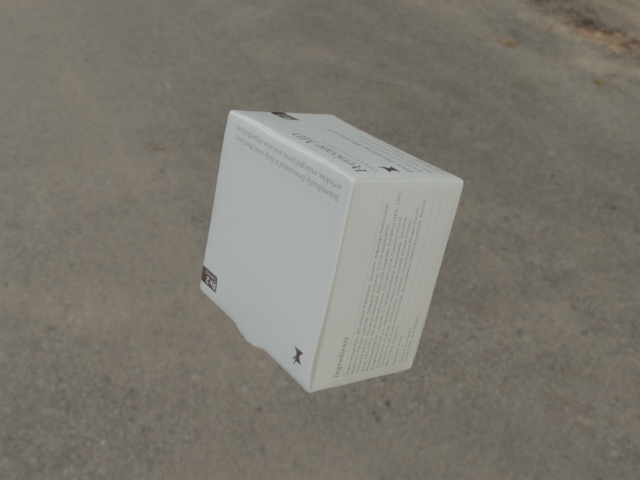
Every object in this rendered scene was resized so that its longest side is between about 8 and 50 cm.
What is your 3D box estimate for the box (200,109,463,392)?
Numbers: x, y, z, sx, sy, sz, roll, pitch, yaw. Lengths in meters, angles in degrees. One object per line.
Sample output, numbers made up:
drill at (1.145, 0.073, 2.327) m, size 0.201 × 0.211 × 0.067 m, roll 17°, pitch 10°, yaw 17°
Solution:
box at (0.000, 0.000, 0.661) m, size 0.119 × 0.182 × 0.181 m, roll -5°, pitch 27°, yaw -38°
